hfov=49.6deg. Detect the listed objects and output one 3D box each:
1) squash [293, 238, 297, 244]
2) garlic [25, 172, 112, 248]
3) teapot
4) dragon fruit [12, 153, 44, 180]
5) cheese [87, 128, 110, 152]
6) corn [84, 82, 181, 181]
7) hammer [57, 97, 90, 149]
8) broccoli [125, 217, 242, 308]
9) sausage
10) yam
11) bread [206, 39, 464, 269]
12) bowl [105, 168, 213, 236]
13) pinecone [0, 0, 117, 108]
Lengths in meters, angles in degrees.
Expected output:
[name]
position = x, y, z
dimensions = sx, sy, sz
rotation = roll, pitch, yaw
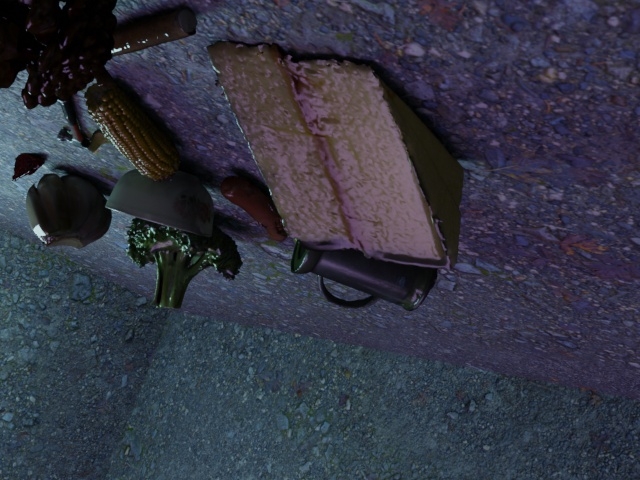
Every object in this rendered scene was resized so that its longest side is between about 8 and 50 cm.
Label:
[squash]
position = 0.000, 0.000, 1.796
dimensions = 0.187, 0.123, 0.123
rotation = 32, 159, -30
[garlic]
position = -0.782, -0.096, 2.159
dimensions = 0.238, 0.291, 0.210
rotation = -5, 154, -5
[teapot]
position = 0.107, 0.061, 1.669
dimensions = 0.337, 0.200, 0.270
rotation = 21, 120, -11
[dragon fruit]
position = -0.872, -0.225, 2.108
dimensions = 0.131, 0.097, 0.063
rotation = -18, 148, 31
[cheese]
position = -0.545, -0.245, 1.723
dimensions = 0.084, 0.041, 0.060
rotation = -17, 163, 13
[corn]
position = -0.404, -0.229, 1.525
dimensions = 0.115, 0.115, 0.318
rotation = 12, 161, 22
[hammer]
position = -0.600, -0.288, 1.673
dimensions = 0.111, 0.033, 0.287
rotation = 21, 163, -5
[broccoli]
position = -0.413, 0.046, 2.135
dimensions = 0.375, 0.301, 0.249
rotation = 11, -160, 9
[sausage]
position = -0.149, -0.077, 1.778
dimensions = 0.087, 0.079, 0.326
rotation = -2, 157, 24
[yam]
position = -0.301, -0.343, 1.163
dimensions = 0.264, 0.046, 0.046
rotation = 3, 157, 42
[bread]
position = 0.021, -0.138, 1.188
dimensions = 0.346, 0.242, 0.405
rotation = 3, 161, 34
[bowl]
position = -0.392, -0.111, 1.766
dimensions = 0.277, 0.145, 0.277
rotation = 15, 178, 1
[pinecone]
position = -0.433, -0.336, 1.037
dimensions = 0.309, 0.244, 0.244
rotation = 29, 164, 5
